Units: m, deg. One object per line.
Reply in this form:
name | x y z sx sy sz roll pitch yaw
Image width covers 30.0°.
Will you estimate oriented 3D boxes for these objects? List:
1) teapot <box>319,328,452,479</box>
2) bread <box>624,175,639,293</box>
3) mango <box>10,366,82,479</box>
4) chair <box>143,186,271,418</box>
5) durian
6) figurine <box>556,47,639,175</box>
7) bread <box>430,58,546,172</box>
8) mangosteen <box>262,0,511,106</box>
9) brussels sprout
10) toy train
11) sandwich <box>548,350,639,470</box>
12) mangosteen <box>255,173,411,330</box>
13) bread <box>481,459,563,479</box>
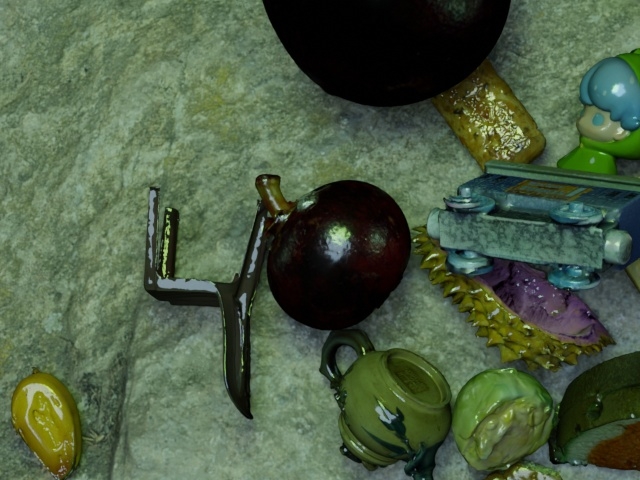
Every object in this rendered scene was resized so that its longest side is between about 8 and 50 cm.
teapot | 0.086 0.253 1.761 0.269 0.173 0.182 45 118 23
bread | 0.529 -0.038 1.713 0.240 0.135 0.178 -31 74 8
mango | -0.432 0.291 1.902 0.101 0.066 0.187 -24 84 0
chair | -0.178 0.100 1.818 0.183 0.175 0.326 5 78 3
durian | 0.256 0.096 1.739 0.341 0.191 0.112 36 123 13
figurine | 0.422 -0.154 1.739 0.143 0.162 0.263 22 103 -11
bread | 0.247 -0.191 1.813 0.114 0.083 0.211 -39 76 9
mangosteen | 0.068 -0.374 1.722 0.382 0.435 0.382 5 80 -32
brussels sprout | 0.250 0.247 1.714 0.151 0.122 0.149 -22 123 -13
toy train | 0.304 -0.019 1.637 0.299 0.202 0.131 11 114 37
sandwich | 0.448 0.241 1.655 0.212 0.292 0.109 10 64 1
mangosteen | 0.000 0.000 1.751 0.261 0.235 0.235 38 92 -2
bread | 0.305 0.386 1.735 0.128 0.069 0.140 -30 79 6
